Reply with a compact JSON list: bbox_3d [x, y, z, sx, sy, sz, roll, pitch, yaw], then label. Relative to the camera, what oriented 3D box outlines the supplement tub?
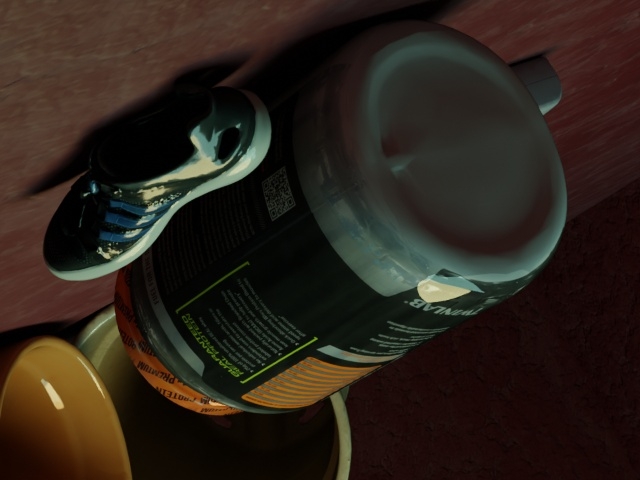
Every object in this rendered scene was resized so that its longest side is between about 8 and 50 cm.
[{"bbox_3d":[0.000,0.000,1.354,0.207,0.207,0.338,-21,172,-42],"label":"supplement tub"}]

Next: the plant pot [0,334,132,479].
[{"bbox_3d":[-0.338,0.255,1.866,0.203,0.291,0.291,-12,179,19],"label":"plant pot"}]

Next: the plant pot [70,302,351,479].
[{"bbox_3d":[-0.099,0.179,2.102,0.334,0.334,0.305,-28,-176,16],"label":"plant pot"}]

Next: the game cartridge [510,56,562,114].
[{"bbox_3d":[0.075,-0.079,1.733,0.297,0.062,0.198,-24,177,-23],"label":"game cartridge"}]

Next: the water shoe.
[{"bbox_3d":[-0.125,-0.044,1.206,0.203,0.073,0.080,-34,149,29],"label":"water shoe"}]
